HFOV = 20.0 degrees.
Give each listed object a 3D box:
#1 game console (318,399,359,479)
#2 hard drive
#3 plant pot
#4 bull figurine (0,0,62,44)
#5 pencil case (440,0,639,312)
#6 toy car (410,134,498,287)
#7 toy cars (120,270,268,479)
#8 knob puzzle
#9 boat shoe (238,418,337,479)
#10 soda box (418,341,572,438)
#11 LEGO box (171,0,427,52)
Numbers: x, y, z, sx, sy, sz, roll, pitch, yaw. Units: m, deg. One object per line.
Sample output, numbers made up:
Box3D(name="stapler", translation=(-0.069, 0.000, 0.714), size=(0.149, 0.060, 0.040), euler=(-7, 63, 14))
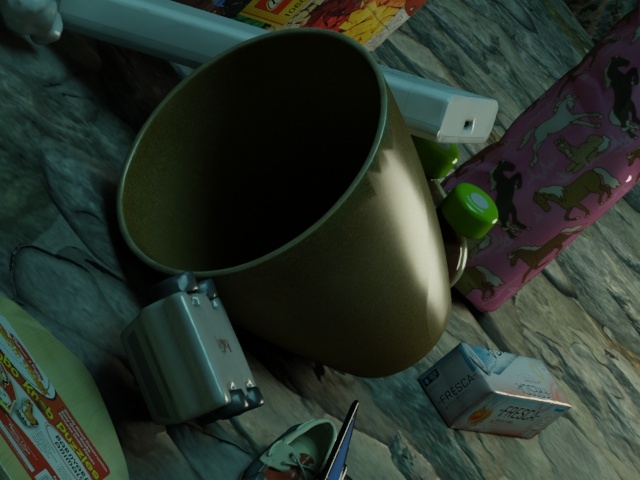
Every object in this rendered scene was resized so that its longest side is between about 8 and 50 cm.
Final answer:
Box3D(name="game console", translation=(0.026, 0.196, 1.289), size=(0.107, 0.071, 0.122), euler=(45, 32, -10))
Box3D(name="hard drive", translation=(-0.031, -0.158, 1.628), size=(0.353, 0.047, 0.233), euler=(19, 8, 14))
Box3D(name="plant pot", translation=(0.000, 0.000, 1.470), size=(0.254, 0.237, 0.237), euler=(52, 12, -43))
Box3D(name="bull figurine", translation=(-0.315, -0.300, 1.513), size=(0.310, 0.101, 0.188), euler=(43, 16, -20))
Box3D(name="pencil case", translation=(0.266, -0.097, 1.926), size=(0.160, 0.386, 0.167), euler=(22, 30, -55))
Box3D(name="toy car", translation=(0.039, -0.019, 1.676), size=(0.188, 0.155, 0.149), euler=(6, 44, -46))
Box3D(name="toy cars", translation=(-0.080, 0.144, 1.168), size=(0.393, 0.087, 0.176), euler=(-110, 176, -54))
Box3D(name="knob puzzle", translation=(-0.181, 0.106, 1.107), size=(0.213, 0.030, 0.213), euler=(51, 14, -17))
Box3D(name="boat shoe", translation=(-0.021, 0.167, 1.319), size=(0.049, 0.043, 0.137), euler=(50, 20, -1))
Box3D(name="soda box", translation=(0.172, 0.147, 1.752), size=(0.183, 0.058, 0.063), euler=(17, 36, -58))
Box3D(name="LEGO box", translation=(-0.134, -0.435, 2.019), size=(0.500, 0.193, 0.372), euler=(55, 20, 20))
